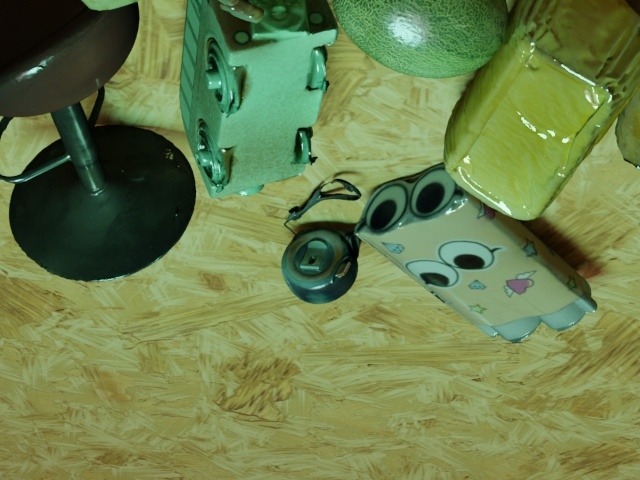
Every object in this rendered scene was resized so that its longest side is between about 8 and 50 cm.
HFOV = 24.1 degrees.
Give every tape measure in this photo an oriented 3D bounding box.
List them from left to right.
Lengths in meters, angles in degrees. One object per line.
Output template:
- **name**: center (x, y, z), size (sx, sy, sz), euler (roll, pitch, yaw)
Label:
- **tape measure**: center (-0.004, -0.001, 1.875), size (0.104, 0.107, 0.180), euler (8, 150, 7)

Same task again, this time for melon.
- **melon**: center (0.088, -0.230, 1.433), size (0.192, 0.139, 0.139), euler (26, 146, -12)

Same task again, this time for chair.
- **chair**: center (-0.271, -0.149, 1.590), size (0.227, 0.226, 0.401), euler (4, 149, 8)

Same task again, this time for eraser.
- **eraser**: center (0.200, 0.021, 1.873), size (0.171, 0.087, 0.290), euler (-16, 140, 38)

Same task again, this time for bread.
- **bread**: center (0.225, -0.144, 1.532), size (0.152, 0.119, 0.288), euler (32, 148, 4)

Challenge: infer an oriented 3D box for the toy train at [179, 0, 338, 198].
- **toy train**: center (-0.073, -0.164, 1.551), size (0.129, 0.159, 0.326), euler (-14, 155, -15)

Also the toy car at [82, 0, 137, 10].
- **toy car**: center (-0.155, -0.316, 1.244), size (0.101, 0.256, 0.124), euler (-12, 140, 33)

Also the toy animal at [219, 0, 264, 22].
- **toy animal**: center (-0.069, -0.282, 1.315), size (0.097, 0.157, 0.312), euler (33, -177, -35)

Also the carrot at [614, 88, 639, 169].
- **carrot**: center (0.362, -0.178, 1.493), size (0.102, 0.102, 0.263), euler (8, 146, 3)
